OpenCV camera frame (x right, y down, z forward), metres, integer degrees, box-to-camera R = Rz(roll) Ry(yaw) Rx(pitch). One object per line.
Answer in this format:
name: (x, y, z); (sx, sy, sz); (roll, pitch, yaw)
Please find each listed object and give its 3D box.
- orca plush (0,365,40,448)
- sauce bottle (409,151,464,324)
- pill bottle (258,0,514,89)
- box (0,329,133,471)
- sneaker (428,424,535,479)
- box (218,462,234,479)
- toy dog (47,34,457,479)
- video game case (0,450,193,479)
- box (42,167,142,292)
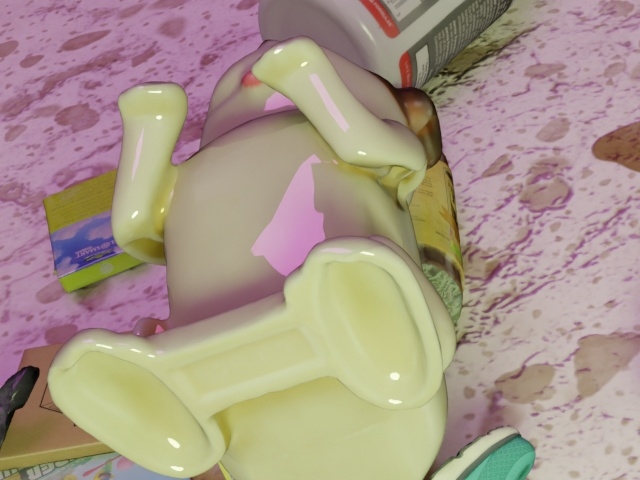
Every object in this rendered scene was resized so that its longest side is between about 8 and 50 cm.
orca plush: (-0.371, 0.137, 1.522); (0.287, 0.151, 0.102); (-7, -1, 40)
sauce bottle: (0.085, -0.040, 1.551); (0.111, 0.111, 0.344); (-13, 37, 11)
pill bottle: (0.114, -0.316, 1.821); (0.210, 0.210, 0.363); (19, 50, 42)
box: (-0.216, 0.149, 1.486); (0.201, 0.021, 0.164); (-11, 36, 14)
sneaker: (0.107, 0.266, 1.171); (0.110, 0.107, 0.275); (21, 55, 19)
box: (-0.033, 0.141, 1.392); (0.058, 0.087, 0.232); (-7, 38, 19)
toy dog: (0.000, 0.000, 1.256); (0.284, 0.395, 0.408); (-27, 38, 24)
video game case: (-0.230, 0.231, 1.424); (0.204, 0.025, 0.285); (-25, 36, -7)
box: (-0.257, -0.010, 1.742); (0.109, 0.042, 0.178); (-22, 35, -1)
